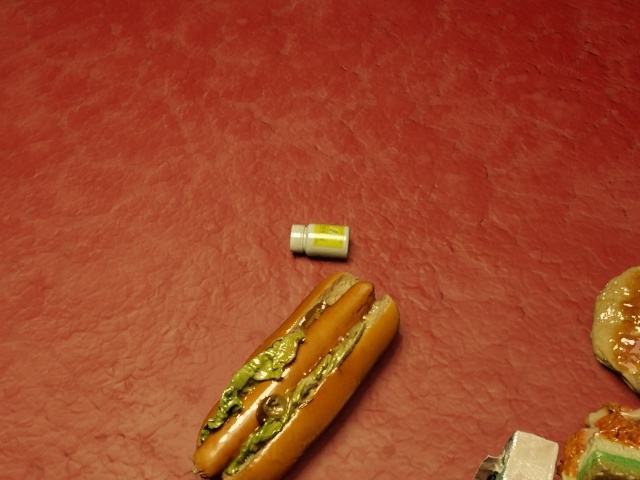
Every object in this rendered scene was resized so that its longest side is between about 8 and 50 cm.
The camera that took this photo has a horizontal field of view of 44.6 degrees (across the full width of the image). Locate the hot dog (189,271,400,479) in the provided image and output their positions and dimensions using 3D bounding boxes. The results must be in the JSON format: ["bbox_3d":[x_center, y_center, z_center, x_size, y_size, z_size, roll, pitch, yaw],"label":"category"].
[{"bbox_3d":[-0.030,0.172,0.970,0.135,0.100,0.337,34,62,19],"label":"hot dog"}]

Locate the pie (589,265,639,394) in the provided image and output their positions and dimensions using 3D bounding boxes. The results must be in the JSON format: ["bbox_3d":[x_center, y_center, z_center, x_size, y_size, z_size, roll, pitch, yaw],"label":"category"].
[{"bbox_3d":[0.441,0.116,1.025,0.163,0.079,0.193,17,57,15],"label":"pie"}]

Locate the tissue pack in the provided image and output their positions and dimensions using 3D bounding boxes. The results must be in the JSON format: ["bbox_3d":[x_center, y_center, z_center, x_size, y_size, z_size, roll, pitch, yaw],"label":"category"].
[{"bbox_3d":[0.218,0.278,0.896,0.079,0.111,0.085,17,57,11],"label":"tissue pack"}]

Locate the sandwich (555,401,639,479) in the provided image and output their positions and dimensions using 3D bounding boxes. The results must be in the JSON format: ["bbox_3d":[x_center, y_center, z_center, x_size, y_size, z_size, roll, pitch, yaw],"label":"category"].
[{"bbox_3d":[0.345,0.240,0.878,0.185,0.109,0.160,8,35,-15],"label":"sandwich"}]

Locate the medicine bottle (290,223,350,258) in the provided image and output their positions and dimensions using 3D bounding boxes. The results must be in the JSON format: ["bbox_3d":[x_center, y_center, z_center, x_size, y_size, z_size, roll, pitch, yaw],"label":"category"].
[{"bbox_3d":[0.000,0.000,1.114,0.083,0.047,0.047,5,57,2],"label":"medicine bottle"}]
